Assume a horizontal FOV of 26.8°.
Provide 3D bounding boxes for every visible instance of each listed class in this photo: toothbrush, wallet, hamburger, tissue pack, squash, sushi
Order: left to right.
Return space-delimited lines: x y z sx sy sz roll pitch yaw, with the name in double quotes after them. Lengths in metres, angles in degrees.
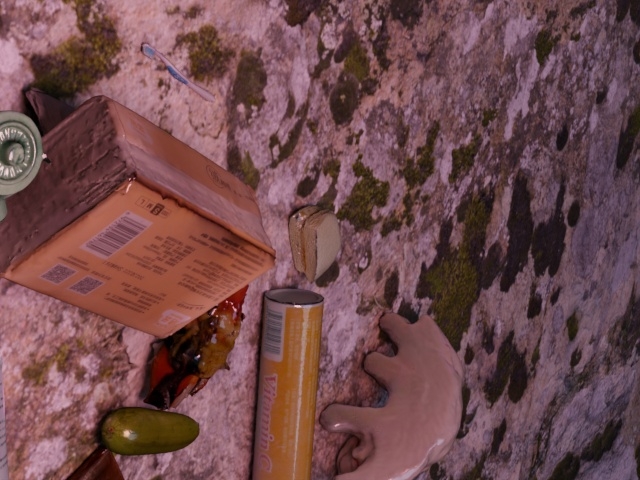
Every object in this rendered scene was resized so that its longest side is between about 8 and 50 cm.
-0.329 0.358 1.773 0.176 0.026 0.095 -46 130 -36 "wallet"
-0.238 -0.047 1.633 0.305 0.238 0.239 31 77 -54 "tissue pack"
-0.229 0.260 1.844 0.201 0.066 0.066 10 93 -61 "squash"
-0.185 -0.220 1.776 0.162 0.014 0.017 32 61 -54 "toothbrush"
-0.163 0.133 1.834 0.097 0.103 0.226 24 109 -39 "sushi"
-0.003 -0.001 2.077 0.084 0.054 0.121 -39 134 -46 "hamburger"

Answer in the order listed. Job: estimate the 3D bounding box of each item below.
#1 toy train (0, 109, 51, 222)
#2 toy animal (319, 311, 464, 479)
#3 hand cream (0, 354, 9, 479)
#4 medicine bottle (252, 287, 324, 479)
-0.432 -0.160 1.341 0.253 0.160 0.397 -32 126 -35 "toy train"
0.127 0.295 2.288 0.188 0.266 0.308 71 2 -57 "toy animal"
-0.401 0.299 1.622 0.085 0.058 0.331 -21 119 -47 "hand cream"
-0.052 0.289 2.061 0.108 0.108 0.426 -12 111 -52 "medicine bottle"
